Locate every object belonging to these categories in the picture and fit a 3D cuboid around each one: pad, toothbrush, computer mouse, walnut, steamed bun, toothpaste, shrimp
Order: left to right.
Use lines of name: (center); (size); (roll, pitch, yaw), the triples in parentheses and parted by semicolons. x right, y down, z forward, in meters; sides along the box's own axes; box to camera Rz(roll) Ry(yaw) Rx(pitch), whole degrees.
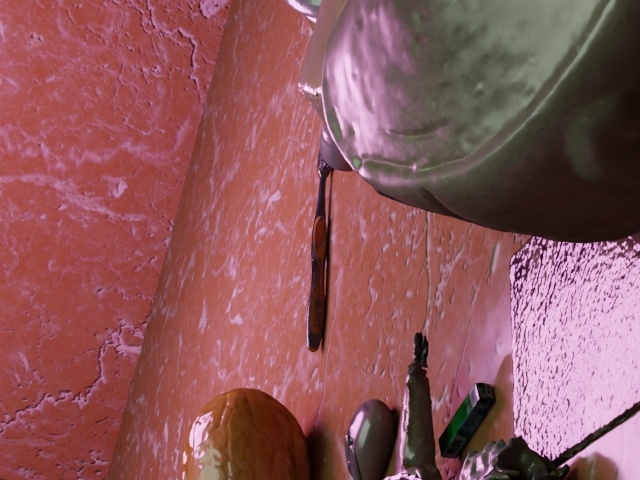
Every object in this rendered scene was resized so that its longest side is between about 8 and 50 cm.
walnut: (-0.089, 0.277, 1.576); (0.159, 0.159, 0.207); (128, 144, -58)
toothbrush: (-0.001, 0.001, 1.725); (0.031, 0.023, 0.321); (113, 164, -60)
computer mouse: (0.045, 0.209, 1.351); (0.066, 0.039, 0.096); (-118, 42, -68)
shrimp: (0.109, 0.209, 1.082); (0.287, 0.068, 0.185); (-119, 42, -72)
toothpaste: (0.126, 0.157, 1.145); (0.020, 0.017, 0.083); (-97, 25, -46)
pad: (0.212, 0.029, 0.960); (0.330, 0.004, 0.220); (125, 154, -54)
steamed bun: (0.180, -0.146, 0.794); (0.383, 0.247, 0.236); (-57, 44, 33)

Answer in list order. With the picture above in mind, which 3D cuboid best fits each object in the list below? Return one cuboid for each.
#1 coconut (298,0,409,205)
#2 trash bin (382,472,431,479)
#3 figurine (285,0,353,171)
coconut: (0.101, -0.148, 1.094); (0.239, 0.239, 0.244); (-145, 68, -74)
trash bin: (0.140, 0.229, 0.565); (0.277, 0.262, 0.217); (130, 149, -61)
figurine: (0.044, -0.203, 1.415); (0.382, 0.205, 0.225); (106, 173, -45)
